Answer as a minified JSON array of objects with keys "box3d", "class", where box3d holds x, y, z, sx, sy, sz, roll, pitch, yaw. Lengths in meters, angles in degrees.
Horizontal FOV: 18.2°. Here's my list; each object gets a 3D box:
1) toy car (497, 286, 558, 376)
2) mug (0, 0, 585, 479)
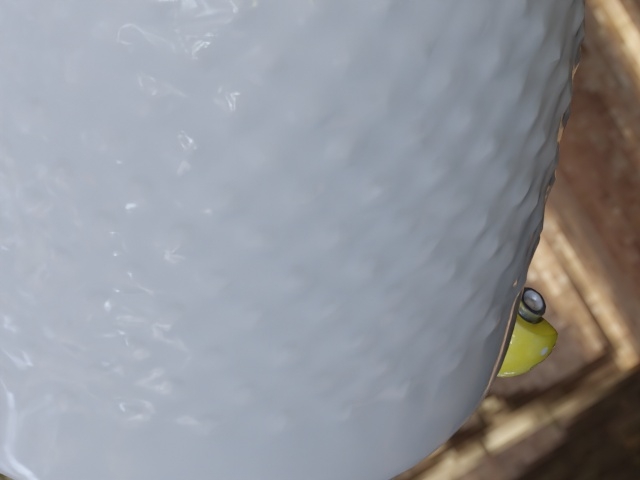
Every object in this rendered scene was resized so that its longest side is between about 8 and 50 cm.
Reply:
[{"box3d":[0.035,-0.030,1.207,0.053,0.239,0.225,-44,-34,-49],"class":"toy car"},{"box3d":[-0.076,-0.091,0.703,0.276,0.374,0.328,48,145,34],"class":"mug"}]
